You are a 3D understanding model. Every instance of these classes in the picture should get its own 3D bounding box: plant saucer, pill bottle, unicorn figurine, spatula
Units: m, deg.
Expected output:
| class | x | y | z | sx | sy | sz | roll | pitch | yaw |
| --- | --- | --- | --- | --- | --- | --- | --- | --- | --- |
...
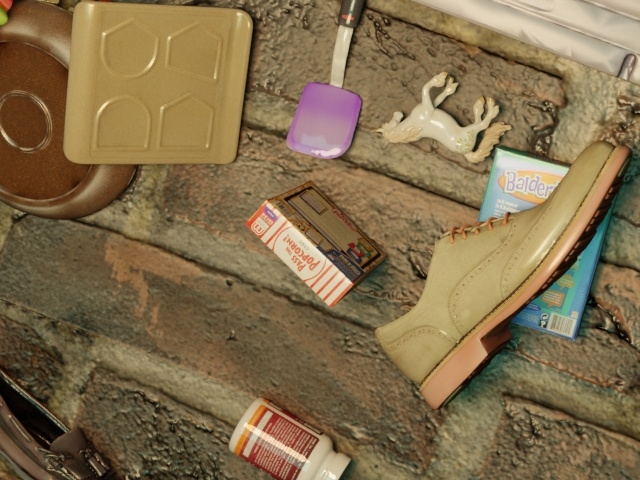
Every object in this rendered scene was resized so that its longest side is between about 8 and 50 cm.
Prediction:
| class | x | y | z | sx | sy | sz | roll | pitch | yaw |
| --- | --- | --- | --- | --- | --- | --- | --- | --- | --- |
| plant saucer | -0.387 | -0.164 | 1.828 | 0.310 | 0.050 | 0.311 | 9 | 116 | 19 |
| pill bottle | -0.039 | 0.281 | 1.825 | 0.152 | 0.086 | 0.086 | 30 | 105 | 9 |
| unicorn figurine | 0.148 | -0.151 | 1.713 | 0.162 | 0.060 | 0.111 | 32 | 93 | 19 |
| spatula | 0.030 | -0.251 | 1.746 | 0.084 | 0.030 | 0.296 | 17 | 103 | 11 |

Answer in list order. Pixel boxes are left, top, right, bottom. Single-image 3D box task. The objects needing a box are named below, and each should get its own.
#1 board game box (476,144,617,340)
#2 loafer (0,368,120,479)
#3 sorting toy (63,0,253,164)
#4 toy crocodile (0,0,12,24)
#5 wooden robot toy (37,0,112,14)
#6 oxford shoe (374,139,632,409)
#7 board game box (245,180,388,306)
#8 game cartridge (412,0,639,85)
| class | x | y | z | sx | sy | sz | roll | pitch | yaw |
| --- | --- | --- | --- | --- | --- | --- | --- | --- | --- |
| board game box | 0.273 | 0.002 | 1.713 | 0.160 | 0.047 | 0.210 | 17 | 104 | 13 |
| loafer | -0.382 | 0.284 | 1.912 | 0.302 | 0.109 | 0.095 | 31 | 102 | 11 |
| sorting toy | -0.204 | -0.245 | 1.739 | 0.229 | 0.041 | 0.307 | 0 | 113 | -21 |
| toy crocodile | -0.428 | -0.378 | 1.757 | 0.105 | 0.115 | 0.341 | -5 | 63 | 16 |
| wooden robot toy | -0.307 | -0.276 | 1.829 | 0.173 | 0.076 | 0.079 | 25 | 140 | 10 |
| oxford shoe | 0.213 | 0.020 | 1.639 | 0.146 | 0.140 | 0.397 | 42 | 105 | 14 |
| board game box | 0.000 | 0.000 | 1.711 | 0.147 | 0.193 | 0.045 | 45 | 108 | 5 |
| game cartridge | 0.273 | -0.352 | 1.651 | 0.355 | 0.068 | 0.230 | 23 | 100 | 11 |
